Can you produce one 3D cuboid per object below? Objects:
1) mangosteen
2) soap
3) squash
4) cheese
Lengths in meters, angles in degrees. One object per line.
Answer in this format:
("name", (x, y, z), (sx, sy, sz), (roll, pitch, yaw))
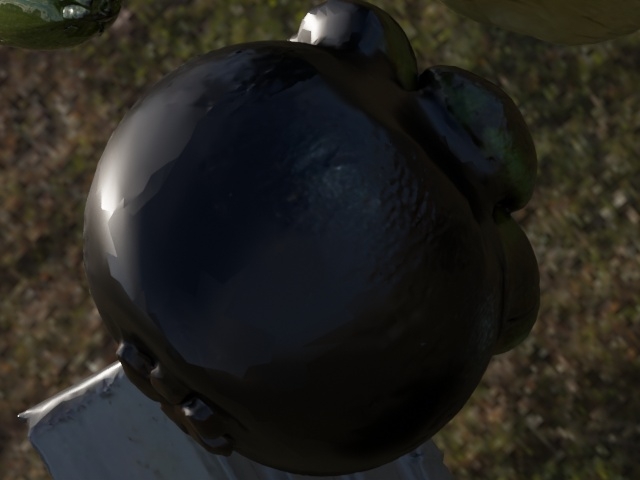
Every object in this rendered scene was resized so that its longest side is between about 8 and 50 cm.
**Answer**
("mangosteen", (0.000, 0.000, 0.906), (0.243, 0.243, 0.243), (-23, 45, 24))
("soap", (-0.033, 0.262, 1.717), (0.213, 0.435, 0.350), (-28, 3, 29))
("squash", (-0.206, -0.177, 1.302), (0.341, 0.094, 0.094), (10, 64, 55))
("cheese", (0.177, -0.241, 1.416), (0.214, 0.226, 0.117), (115, 169, -74))
